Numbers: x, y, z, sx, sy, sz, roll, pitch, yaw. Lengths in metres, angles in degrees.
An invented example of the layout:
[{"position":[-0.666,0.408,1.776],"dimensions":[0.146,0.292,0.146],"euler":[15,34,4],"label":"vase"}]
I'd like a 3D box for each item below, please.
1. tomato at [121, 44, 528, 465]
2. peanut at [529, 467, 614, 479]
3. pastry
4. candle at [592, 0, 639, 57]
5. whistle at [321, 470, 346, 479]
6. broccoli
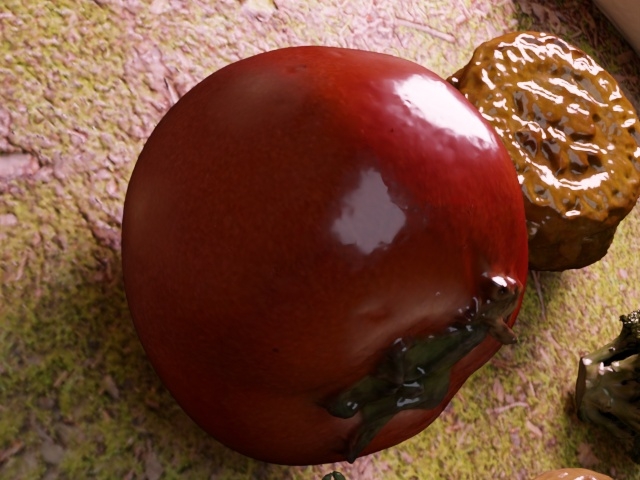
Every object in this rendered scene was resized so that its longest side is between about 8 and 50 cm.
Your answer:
[{"position":[0.000,0.000,0.938],"dimensions":[0.321,0.321,0.322],"euler":[15,62,-31],"label":"tomato"},{"position":[0.200,0.260,1.088],"dimensions":[0.263,0.101,0.117],"euler":[-3,98,-40],"label":"peanut"},{"position":[0.207,-0.077,1.231],"dimensions":[0.240,0.132,0.235],"euler":[48,59,-1],"label":"pastry"},{"position":[0.425,-0.314,1.426],"dimensions":[0.342,0.221,0.221],"euler":[46,51,-16],"label":"candle"},{"position":[0.046,0.320,0.925],"dimensions":[0.141,0.141,0.294],"euler":[-13,80,-39],"label":"whistle"},{"position":[0.326,0.147,1.214],"dimensions":[0.137,0.146,0.162],"euler":[8,79,0],"label":"broccoli"}]
